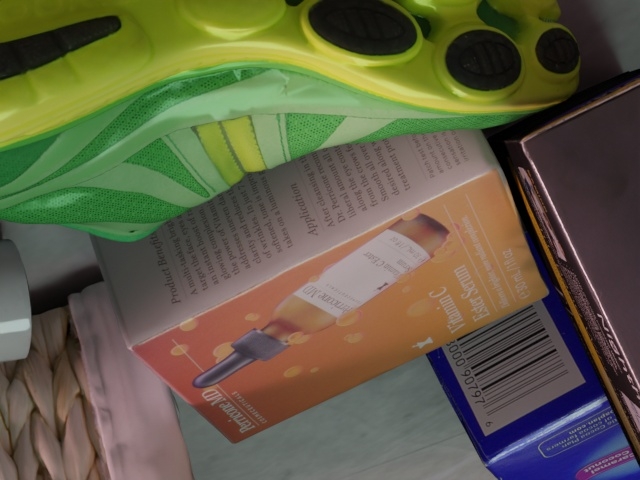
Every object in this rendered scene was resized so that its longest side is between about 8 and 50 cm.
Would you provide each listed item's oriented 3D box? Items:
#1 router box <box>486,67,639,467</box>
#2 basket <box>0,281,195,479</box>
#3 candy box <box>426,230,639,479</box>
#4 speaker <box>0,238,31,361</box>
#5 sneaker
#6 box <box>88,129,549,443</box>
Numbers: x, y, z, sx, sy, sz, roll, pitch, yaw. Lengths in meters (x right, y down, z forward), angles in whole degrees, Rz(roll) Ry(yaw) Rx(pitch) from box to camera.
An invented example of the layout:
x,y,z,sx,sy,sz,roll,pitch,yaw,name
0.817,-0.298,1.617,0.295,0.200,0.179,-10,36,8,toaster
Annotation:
x,y,z,sx,sy,sz,roll,pitch,yaw,name
0.173,0.078,0.640,0.081,0.309,0.243,-25,-177,5,router box
-0.159,0.257,0.760,0.266,0.331,0.328,-15,149,-9,basket
0.228,0.073,0.927,0.268,0.122,0.317,-29,148,7,candy box
-0.193,0.033,0.653,0.136,0.055,0.055,-8,146,-24,speaker
-0.045,-0.068,0.567,0.295,0.109,0.123,-7,161,-20,sneaker
0.000,0.000,0.693,0.170,0.091,0.130,-27,149,6,box
